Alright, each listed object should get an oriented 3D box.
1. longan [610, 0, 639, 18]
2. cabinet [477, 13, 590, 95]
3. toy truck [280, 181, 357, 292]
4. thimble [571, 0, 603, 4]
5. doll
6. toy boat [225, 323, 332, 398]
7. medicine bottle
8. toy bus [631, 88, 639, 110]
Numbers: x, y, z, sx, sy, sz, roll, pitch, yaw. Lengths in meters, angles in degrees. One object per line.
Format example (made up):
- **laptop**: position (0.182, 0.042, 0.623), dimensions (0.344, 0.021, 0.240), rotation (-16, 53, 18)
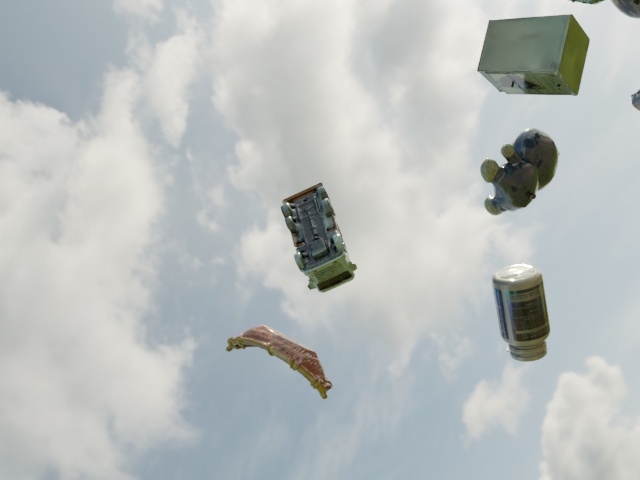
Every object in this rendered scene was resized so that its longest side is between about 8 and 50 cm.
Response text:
- **longan**: position (0.899, -0.745, 1.897), dimensions (0.258, 0.258, 0.258), rotation (-24, -52, -34)
- **cabinet**: position (0.513, -0.442, 1.684), dimensions (0.145, 0.206, 0.150), rotation (17, -95, -51)
- **toy truck**: position (0.000, 0.000, 1.846), dimensions (0.136, 0.305, 0.162), rotation (-25, -48, 7)
- **thimble**: position (0.517, -0.513, 1.329), dimensions (0.130, 0.090, 0.118), rotation (-58, -26, -15)
- **doll**: position (0.557, -0.197, 1.922), dimensions (0.258, 0.153, 0.228), rotation (-52, -42, -32)
- **toy boat**: position (-0.092, 0.274, 1.660), dimensions (0.141, 0.317, 0.099), rotation (28, -97, -56)
- **medicine bottle**: position (0.432, 0.156, 1.488), dimensions (0.107, 0.107, 0.192), rotation (-25, -70, -34)
- **toy bus**: position (1.015, -0.443, 2.148), dimensions (0.052, 0.102, 0.058), rotation (27, -119, -21)
